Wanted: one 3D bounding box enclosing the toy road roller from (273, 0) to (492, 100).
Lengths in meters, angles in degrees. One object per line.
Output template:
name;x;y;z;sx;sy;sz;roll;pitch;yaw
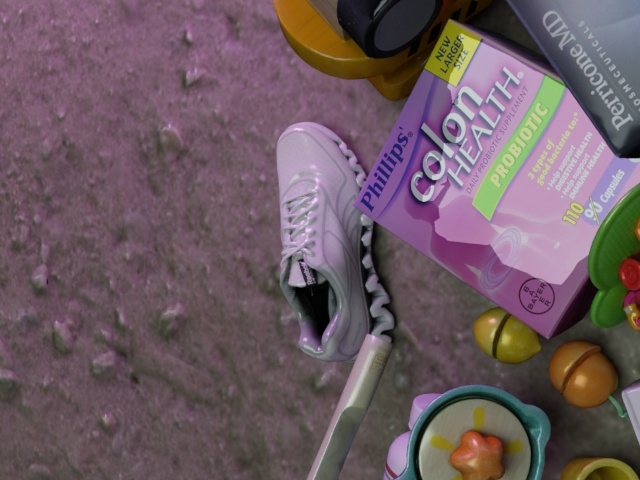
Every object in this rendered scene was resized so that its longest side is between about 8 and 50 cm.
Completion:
toy road roller;0.103;-0.296;0.981;0.330;0.240;0.202;-35;68;-8

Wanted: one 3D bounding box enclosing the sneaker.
sneaker;0.000;0.000;1.089;0.110;0.118;0.292;-21;79;36

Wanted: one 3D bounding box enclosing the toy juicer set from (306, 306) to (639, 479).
toy juicer set;0.146;0.167;0.905;0.329;0.089;0.209;3;87;-7

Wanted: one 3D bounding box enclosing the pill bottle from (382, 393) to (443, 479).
pill bottle;0.123;0.281;1.013;0.121;0.121;0.216;17;102;33

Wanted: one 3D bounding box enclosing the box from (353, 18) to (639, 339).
box;0.194;-0.065;0.932;0.243;0.117;0.213;36;112;23

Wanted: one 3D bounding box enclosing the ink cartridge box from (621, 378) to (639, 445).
ink cartridge box;0.400;0.173;0.828;0.218;0.092;0.158;-25;78;36

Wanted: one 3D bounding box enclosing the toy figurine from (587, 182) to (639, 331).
toy figurine;0.324;0.052;0.809;0.159;0.130;0.173;48;138;43

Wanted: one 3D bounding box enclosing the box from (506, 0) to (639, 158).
box;0.268;-0.257;0.683;0.294;0.183;0.296;-37;78;25
